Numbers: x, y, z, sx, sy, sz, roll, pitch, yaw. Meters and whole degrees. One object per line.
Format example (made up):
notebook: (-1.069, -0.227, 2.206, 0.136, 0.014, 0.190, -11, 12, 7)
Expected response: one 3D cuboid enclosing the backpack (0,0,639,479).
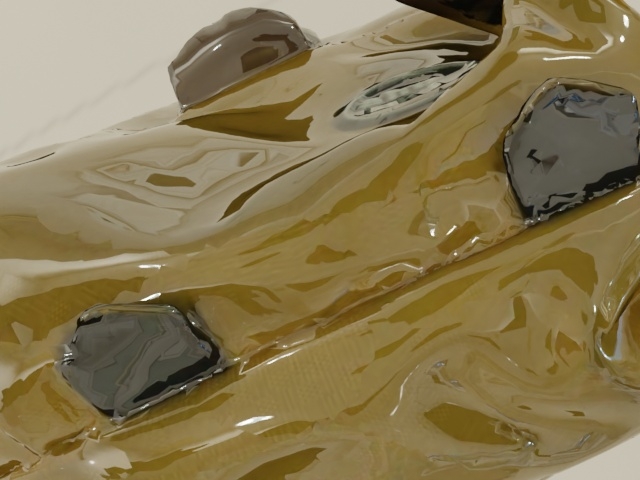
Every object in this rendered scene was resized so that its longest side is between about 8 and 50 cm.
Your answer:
backpack: (0.001, 0.007, 0.749, 0.353, 0.378, 0.201, -23, 98, -5)
